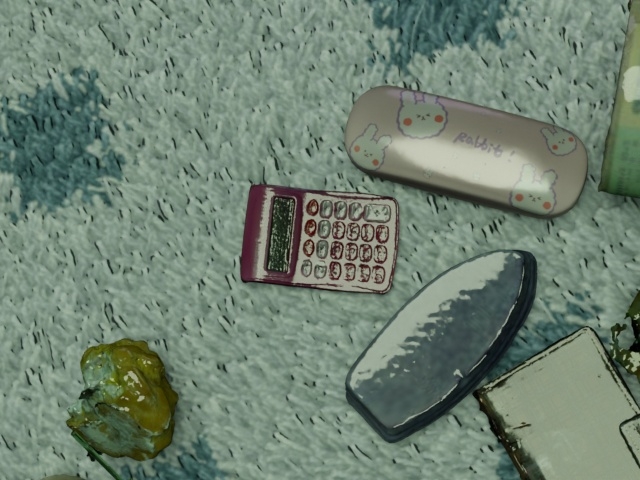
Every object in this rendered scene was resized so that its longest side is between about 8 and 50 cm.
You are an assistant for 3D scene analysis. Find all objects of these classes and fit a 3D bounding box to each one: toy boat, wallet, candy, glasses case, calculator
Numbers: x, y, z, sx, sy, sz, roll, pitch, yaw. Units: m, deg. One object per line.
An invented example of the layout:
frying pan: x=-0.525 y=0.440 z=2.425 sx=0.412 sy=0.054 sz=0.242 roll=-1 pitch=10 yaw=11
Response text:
toy boat: x=0.151 y=0.112 z=1.820 sx=0.283 sy=0.078 sz=0.127 roll=-45 pitch=67 yaw=-2
wallet: x=0.326 y=0.272 z=1.787 sx=0.169 sy=0.044 sz=0.317 roll=-31 pitch=75 yaw=4
candy: x=-0.231 y=0.289 z=1.821 sx=0.055 sy=0.049 sz=0.184 roll=-42 pitch=106 yaw=-3
glasses case: x=0.175 y=-0.107 z=1.864 sx=0.297 sy=0.075 sz=0.113 roll=15 pitch=79 yaw=9
calculator: x=0.000 y=0.000 z=1.889 sx=0.191 sy=0.034 sz=0.126 roll=6 pitch=79 yaw=3

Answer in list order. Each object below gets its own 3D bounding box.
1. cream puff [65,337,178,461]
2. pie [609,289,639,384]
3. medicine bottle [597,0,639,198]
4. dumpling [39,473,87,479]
cream puff: x=-0.227 y=0.182 z=1.834 sx=0.121 sy=0.156 sz=0.156 roll=21 pitch=81 yaw=-20
pie: x=0.500 y=0.194 z=1.739 sx=0.297 sy=0.078 sz=0.371 roll=-15 pitch=71 yaw=-8
medicine bottle: x=0.533 y=-0.136 z=1.741 sx=0.406 sy=0.236 sz=0.235 roll=10 pitch=80 yaw=11
dumpling: x=-0.301 y=0.371 z=1.830 sx=0.150 sy=0.092 sz=0.176 roll=-16 pitch=72 yaw=-12
